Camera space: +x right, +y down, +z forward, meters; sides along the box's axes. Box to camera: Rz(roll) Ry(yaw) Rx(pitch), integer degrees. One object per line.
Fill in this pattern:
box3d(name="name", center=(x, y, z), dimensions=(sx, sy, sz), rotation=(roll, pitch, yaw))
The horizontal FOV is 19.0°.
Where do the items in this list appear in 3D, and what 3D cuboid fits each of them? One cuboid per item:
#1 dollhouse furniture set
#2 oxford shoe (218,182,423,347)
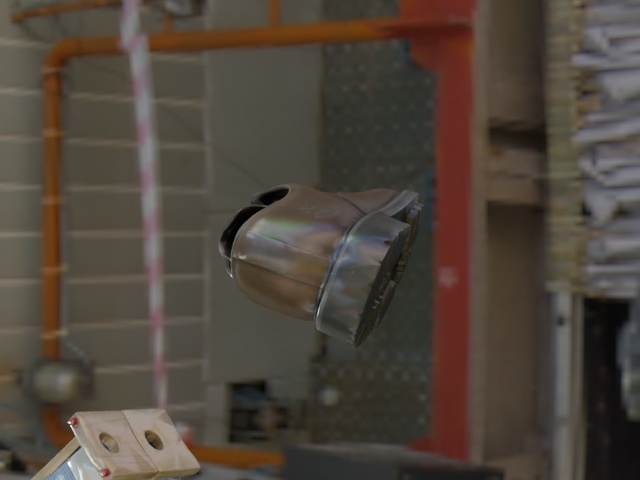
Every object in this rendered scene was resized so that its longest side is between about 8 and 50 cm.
box3d(name="dollhouse furniture set", center=(-0.159, 0.249, 1.572), dimensions=(0.184, 0.129, 0.129), rotation=(55, -157, 22))
box3d(name="oxford shoe", center=(0.000, 0.000, 1.020), dimensions=(0.227, 0.096, 0.083), rotation=(7, -78, -82))
